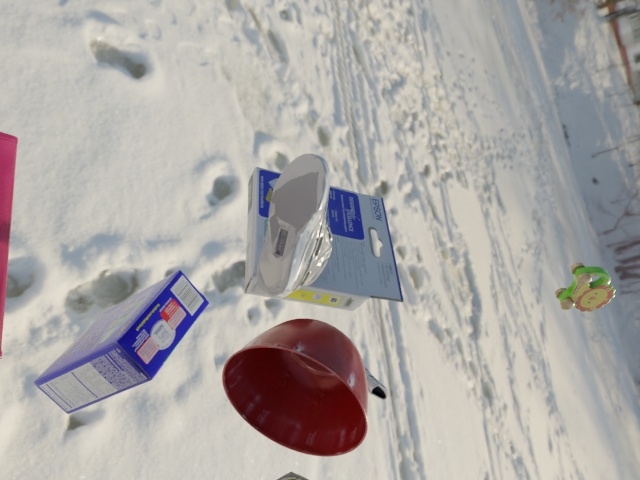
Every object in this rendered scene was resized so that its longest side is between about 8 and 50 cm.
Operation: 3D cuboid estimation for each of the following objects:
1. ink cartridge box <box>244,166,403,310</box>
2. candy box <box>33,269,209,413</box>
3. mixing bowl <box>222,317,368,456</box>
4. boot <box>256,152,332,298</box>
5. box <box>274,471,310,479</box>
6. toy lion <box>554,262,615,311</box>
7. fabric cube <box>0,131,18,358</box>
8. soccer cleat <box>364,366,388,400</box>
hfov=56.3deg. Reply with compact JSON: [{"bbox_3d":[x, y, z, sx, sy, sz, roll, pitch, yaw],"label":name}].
[{"bbox_3d":[0.000,0.000,1.235,0.307,0.072,0.304,14,44,-19],"label":"ink cartridge box"},{"bbox_3d":[-0.448,0.232,1.363,0.122,0.317,0.268,55,33,-16],"label":"candy box"},{"bbox_3d":[-0.015,0.161,0.718,0.182,0.181,0.098,62,36,-23],"label":"mixing bowl"},{"bbox_3d":[-0.025,-0.028,1.024,0.123,0.095,0.259,-15,131,-57],"label":"boot"},{"bbox_3d":[-0.134,0.615,0.956,0.318,0.097,0.395,3,101,-63],"label":"box"},{"bbox_3d":[0.455,0.083,1.009,0.034,0.095,0.100,-99,-165,-46],"label":"toy lion"},{"bbox_3d":[-0.518,0.002,0.645,0.254,0.258,0.259,13,74,-53],"label":"fabric cube"},{"bbox_3d":[0.079,0.233,0.985,0.083,0.029,0.035,40,3,0],"label":"soccer cleat"}]
